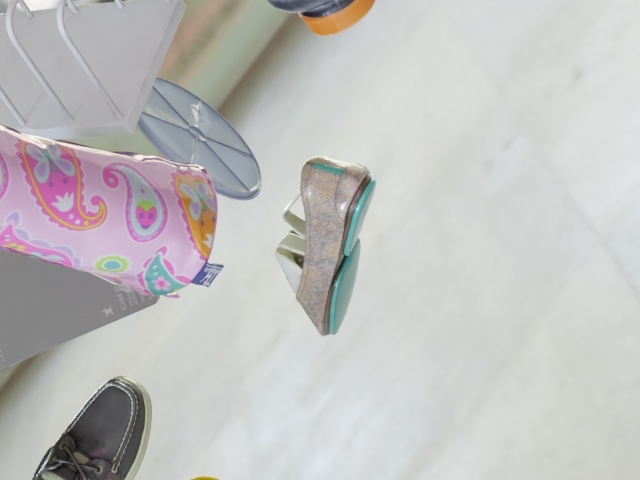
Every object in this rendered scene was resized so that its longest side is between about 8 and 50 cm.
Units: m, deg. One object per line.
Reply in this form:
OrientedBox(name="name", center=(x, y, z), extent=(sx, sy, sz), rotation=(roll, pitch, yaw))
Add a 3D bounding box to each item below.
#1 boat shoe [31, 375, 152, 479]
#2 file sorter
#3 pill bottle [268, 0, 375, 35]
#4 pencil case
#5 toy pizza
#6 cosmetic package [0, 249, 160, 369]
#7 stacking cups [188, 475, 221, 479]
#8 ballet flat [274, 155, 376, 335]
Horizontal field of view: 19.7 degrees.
OrientedBox(name="boat shoe", center=(-0.238, 0.235, 1.791), extent=(0.223, 0.080, 0.073), rotation=(-60, -16, 4))
OrientedBox(name="file sorter", center=(-0.330, -0.236, 2.032), extent=(0.278, 0.173, 0.193), rotation=(-2, 51, 28))
OrientedBox(name="pill bottle", center=(-0.033, -0.334, 1.966), extent=(0.130, 0.245, 0.130), rotation=(-23, 37, 18))
OrientedBox(name="pencil case", center=(-0.219, -0.030, 1.469), extent=(0.124, 0.284, 0.124), rotation=(-27, 56, 49))
OrientedBox(name="toy pizza", center=(-0.153, -0.114, 2.146), extent=(0.032, 0.201, 0.201), rotation=(-47, 16, 22))
OrientedBox(name="cosmetic package", center=(-0.297, 0.051, 1.883), extent=(0.107, 0.127, 0.238), rotation=(-16, 7, 43))
OrientedBox(name="stacking cups", center=(-0.189, 0.380, 2.198), extent=(0.096, 0.096, 0.316), rotation=(-47, -4, 22))
OrientedBox(name="ballet flat", center=(0.000, 0.000, 2.332), extent=(0.316, 0.106, 0.107), rotation=(101, -166, -49))
